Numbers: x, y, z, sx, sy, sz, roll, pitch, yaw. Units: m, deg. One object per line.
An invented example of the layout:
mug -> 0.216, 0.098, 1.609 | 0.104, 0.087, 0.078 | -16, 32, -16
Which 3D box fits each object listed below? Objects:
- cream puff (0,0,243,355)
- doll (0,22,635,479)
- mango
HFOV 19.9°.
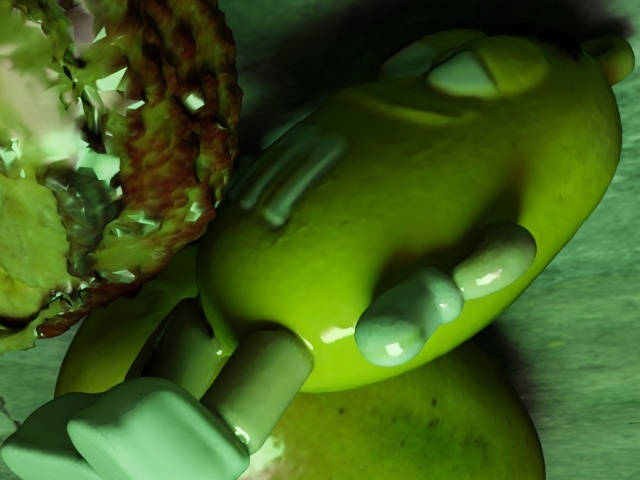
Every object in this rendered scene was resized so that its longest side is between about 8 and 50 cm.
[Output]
cream puff -> -0.189, -0.113, 1.028 | 0.350, 0.229, 0.350 | 22, 142, 18
doll -> -0.009, 0.021, 1.095 | 0.348, 0.423, 0.161 | -12, 121, 34
mango -> -0.002, 0.159, 1.369 | 0.300, 0.232, 0.445 | -26, 140, 26
